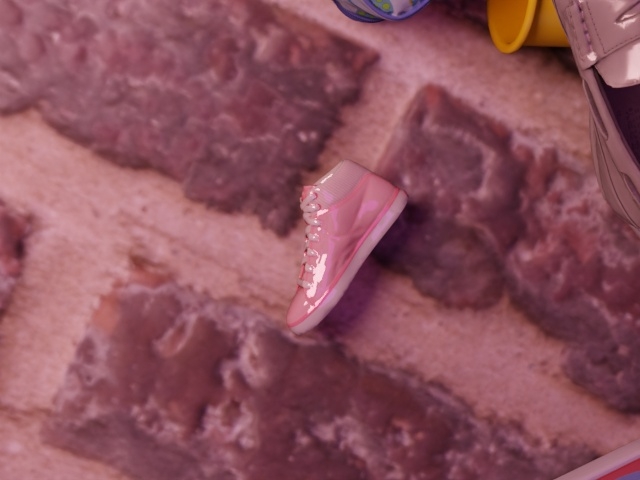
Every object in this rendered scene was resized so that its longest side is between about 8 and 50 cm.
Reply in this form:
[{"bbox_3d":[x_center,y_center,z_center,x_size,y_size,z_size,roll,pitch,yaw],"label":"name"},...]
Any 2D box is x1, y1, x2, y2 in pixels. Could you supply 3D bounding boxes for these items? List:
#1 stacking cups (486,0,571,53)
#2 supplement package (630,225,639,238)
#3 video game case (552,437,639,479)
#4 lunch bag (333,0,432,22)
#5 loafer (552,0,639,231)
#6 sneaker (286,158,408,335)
[{"bbox_3d":[0.288,-0.186,0.909,0.316,0.096,0.096,-2,98,-13],"label":"stacking cups"},{"bbox_3d":[0.412,0.022,0.935,0.204,0.145,0.262,-42,103,-4],"label":"supplement package"},{"bbox_3d":[0.301,0.299,1.013,0.204,0.025,0.285,-24,102,-8],"label":"video game case"},{"bbox_3d":[0.033,-0.273,0.843,0.219,0.090,0.176,44,88,-14],"label":"lunch bag"},{"bbox_3d":[0.216,-0.141,0.795,0.112,0.111,0.319,-23,118,-2],"label":"loafer"},{"bbox_3d":[0.000,0.000,0.896,0.070,0.051,0.134,37,86,-12],"label":"sneaker"}]
